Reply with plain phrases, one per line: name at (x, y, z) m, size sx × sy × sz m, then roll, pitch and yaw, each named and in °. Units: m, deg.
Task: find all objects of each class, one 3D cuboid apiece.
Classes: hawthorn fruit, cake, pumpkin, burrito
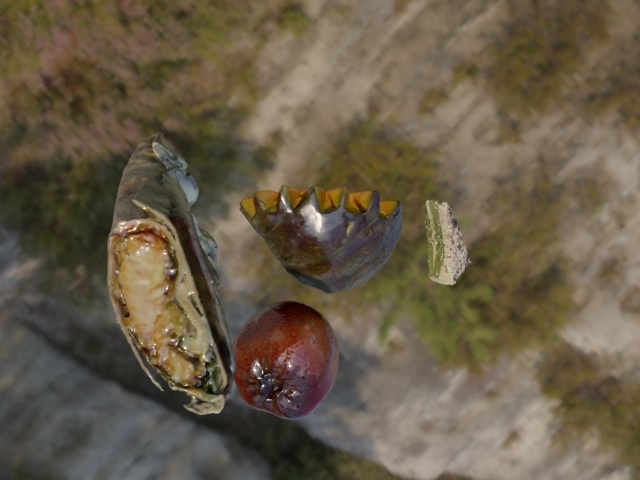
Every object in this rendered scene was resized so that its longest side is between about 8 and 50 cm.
hawthorn fruit at (-0.046, 0.164, 1.962) m, size 0.169 × 0.169 × 0.188 m, roll -51°, pitch -173°, yaw 37°
cake at (0.180, -0.007, 1.915) m, size 0.055 × 0.051 × 0.140 m, roll -37°, pitch 132°, yaw -39°
pumpkin at (0.000, 0.000, 2.014) m, size 0.254 × 0.149 × 0.130 m, roll 0°, pitch 171°, yaw 1°
burrito at (-0.157, 0.016, 1.360) m, size 0.107 × 0.175 × 0.348 m, roll -27°, pitch -152°, yaw 7°
